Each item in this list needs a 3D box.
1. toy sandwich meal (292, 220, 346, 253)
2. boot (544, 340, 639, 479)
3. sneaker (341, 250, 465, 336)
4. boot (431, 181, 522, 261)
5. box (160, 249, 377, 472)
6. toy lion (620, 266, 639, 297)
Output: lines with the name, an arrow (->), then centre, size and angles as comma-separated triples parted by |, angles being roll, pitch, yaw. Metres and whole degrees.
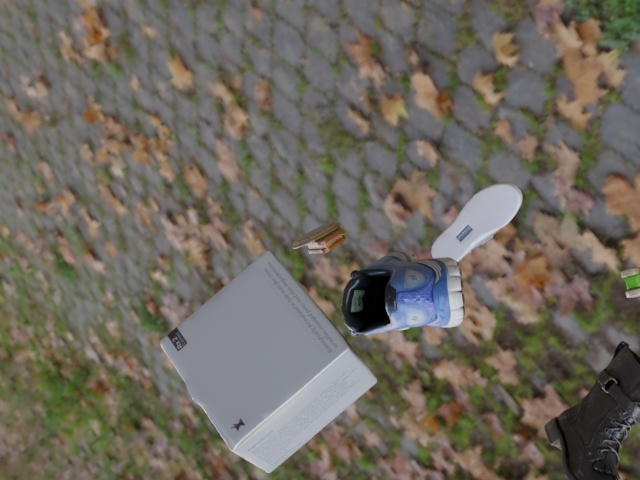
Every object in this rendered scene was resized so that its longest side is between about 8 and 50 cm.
toy sandwich meal -> 0.000, 0.000, 1.515 | 0.085, 0.085, 0.029 | -15, 103, 61
boot -> 0.512, 0.318, 1.846 | 0.091, 0.229, 0.263 | 31, -160, -33
sneaker -> 0.090, 0.078, 1.629 | 0.330, 0.147, 0.130 | 162, 105, -71
boot -> 0.257, -0.036, 1.717 | 0.069, 0.086, 0.190 | 51, 125, 4
box -> -0.063, 0.146, 1.299 | 0.181, 0.182, 0.119 | 50, 180, 32
toy lion -> 0.406, 0.036, 1.220 | 0.100, 0.096, 0.034 | -22, 77, 42
